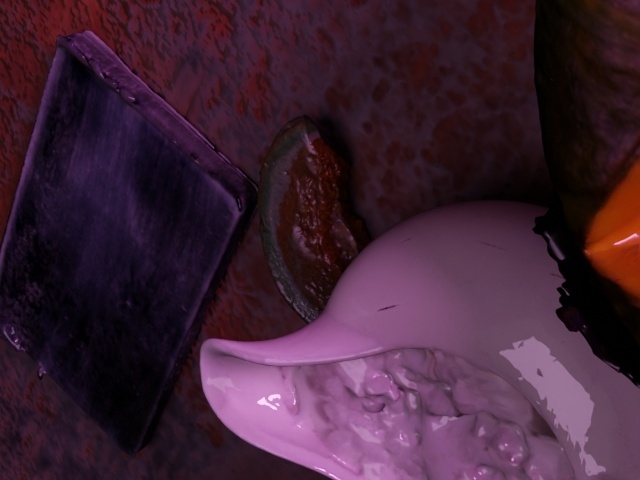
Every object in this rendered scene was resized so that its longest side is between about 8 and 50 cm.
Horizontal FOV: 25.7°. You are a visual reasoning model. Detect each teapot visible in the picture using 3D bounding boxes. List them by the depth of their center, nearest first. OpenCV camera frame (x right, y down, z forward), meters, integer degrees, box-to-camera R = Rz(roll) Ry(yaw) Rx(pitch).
[{"bbox_3d":[0.091,0.086,0.628,0.298,0.139,0.204,17,121,35],"label":"teapot"}]

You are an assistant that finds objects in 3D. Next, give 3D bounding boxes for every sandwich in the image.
[{"bbox_3d":[0.000,0.002,0.738,0.067,0.029,0.135,-9,107,44],"label":"sandwich"}]

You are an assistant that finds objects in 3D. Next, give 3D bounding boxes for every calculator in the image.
[{"bbox_3d":[-0.134,0.013,0.868,0.161,0.021,0.262,43,134,15],"label":"calculator"}]

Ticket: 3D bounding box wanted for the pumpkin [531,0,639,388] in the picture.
[{"bbox_3d":[0.209,-0.051,0.407,0.320,0.192,0.321,22,124,36],"label":"pumpkin"}]
